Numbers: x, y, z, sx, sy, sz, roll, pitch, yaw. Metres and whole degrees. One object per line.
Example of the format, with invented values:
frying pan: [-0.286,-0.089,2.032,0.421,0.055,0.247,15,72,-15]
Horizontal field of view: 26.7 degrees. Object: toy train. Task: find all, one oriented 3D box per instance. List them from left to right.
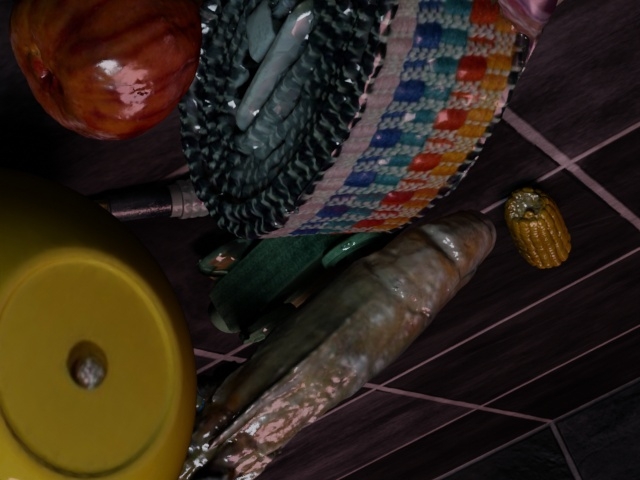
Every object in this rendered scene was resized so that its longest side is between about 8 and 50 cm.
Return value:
toy train: [0.000,0.000,1.357,0.177,0.116,0.285,-20,162,-46]

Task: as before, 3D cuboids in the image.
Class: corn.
corn: [0.263,-0.014,1.637,0.068,0.068,0.207,-27,158,9]

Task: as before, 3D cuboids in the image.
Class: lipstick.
lipstick: [-0.156,-0.032,1.198,0.116,0.037,0.037,-9,156,-24]

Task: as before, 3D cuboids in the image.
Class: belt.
belt: [0.028,-0.133,0.909,0.160,0.207,0.295,-2,136,-36]

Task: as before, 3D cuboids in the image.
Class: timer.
timer: [-0.288,0.121,1.031,0.376,0.376,0.387,-2,172,-44]

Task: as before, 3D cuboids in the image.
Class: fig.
fig: [-0.134,-0.132,0.872,0.128,0.128,0.150,-35,-164,29]

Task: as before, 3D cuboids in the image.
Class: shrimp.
shrimp: [-0.007,0.109,1.248,0.445,0.110,0.221,-36,174,-26]

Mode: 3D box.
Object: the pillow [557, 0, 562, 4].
pillow: [0.101,-0.164,1.134,0.130,0.038,0.232,3,148,-41]
